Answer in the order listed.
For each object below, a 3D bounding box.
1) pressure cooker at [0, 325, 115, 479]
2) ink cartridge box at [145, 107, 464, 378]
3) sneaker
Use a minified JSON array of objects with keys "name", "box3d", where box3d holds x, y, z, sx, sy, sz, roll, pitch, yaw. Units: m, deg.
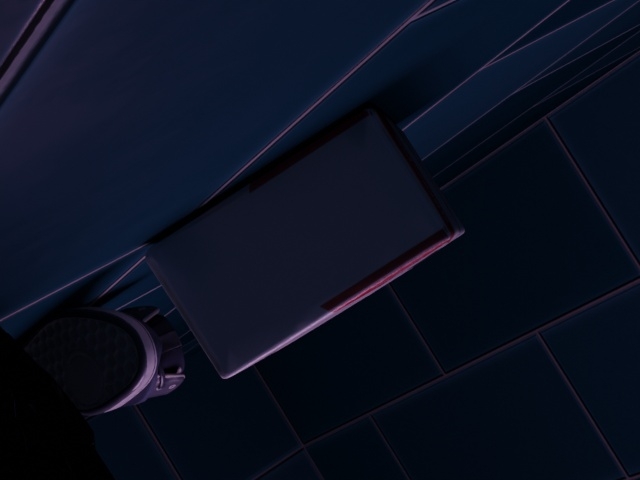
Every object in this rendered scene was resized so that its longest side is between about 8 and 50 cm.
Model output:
[{"name":"pressure cooker","box3d":[-0.278,0.290,0.867,0.420,0.375,0.370,-31,146,-7]},{"name":"ink cartridge box","box3d":[0.000,0.000,1.197,0.197,0.114,0.273,-33,178,7]},{"name":"sneaker","box3d":[-0.156,0.090,1.220,0.163,0.086,0.226,-14,176,-42]}]
